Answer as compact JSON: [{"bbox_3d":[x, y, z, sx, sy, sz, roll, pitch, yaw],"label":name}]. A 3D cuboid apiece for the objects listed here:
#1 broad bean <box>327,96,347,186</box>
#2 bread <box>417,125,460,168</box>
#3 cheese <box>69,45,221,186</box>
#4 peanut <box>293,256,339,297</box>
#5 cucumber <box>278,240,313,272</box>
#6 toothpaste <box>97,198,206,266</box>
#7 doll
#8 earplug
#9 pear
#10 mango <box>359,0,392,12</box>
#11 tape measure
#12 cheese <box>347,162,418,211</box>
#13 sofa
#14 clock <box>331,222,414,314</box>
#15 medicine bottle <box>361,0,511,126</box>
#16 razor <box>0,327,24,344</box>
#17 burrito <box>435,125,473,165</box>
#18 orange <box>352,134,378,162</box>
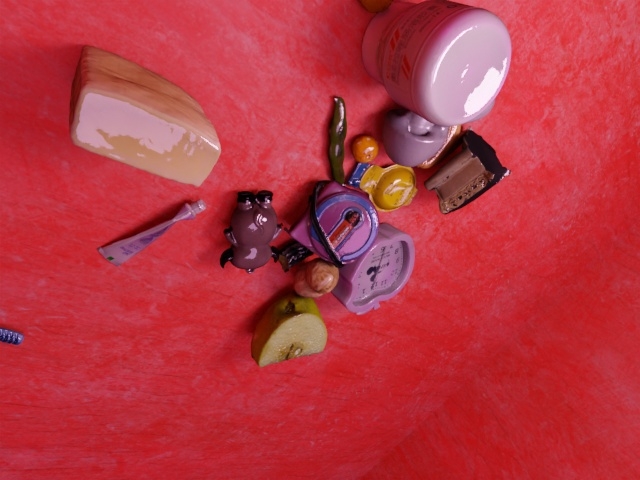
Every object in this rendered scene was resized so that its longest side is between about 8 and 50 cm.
[{"bbox_3d":[0.047,-0.261,1.147,0.060,0.043,0.297,-29,138,-28],"label":"broad bean"},{"bbox_3d":[0.352,-0.311,1.250,0.114,0.077,0.189,29,108,-20],"label":"bread"},{"bbox_3d":[-0.341,-0.242,0.781,0.242,0.265,0.124,14,118,-38],"label":"cheese"},{"bbox_3d":[-0.013,0.124,1.305,0.122,0.253,0.137,42,64,-7],"label":"peanut"},{"bbox_3d":[0.000,0.000,1.312,0.303,0.072,0.081,-29,90,-11],"label":"cucumber"},{"bbox_3d":[-0.435,-0.023,1.061,0.301,0.048,0.075,-29,163,3],"label":"toothpaste"},{"bbox_3d":[-0.197,-0.018,1.152,0.182,0.117,0.257,-5,127,-22],"label":"doll"},{"bbox_3d":[0.319,-0.342,1.127,0.325,0.214,0.175,-35,135,12],"label":"earplug"},{"bbox_3d":[-0.114,0.293,1.429,0.292,0.159,0.292,-18,132,-21],"label":"pear"},{"bbox_3d":[0.120,-0.575,0.920,0.080,0.060,0.114,-31,139,17],"label":"mango"},{"bbox_3d":[0.049,-0.054,1.205,0.245,0.149,0.231,39,96,-9],"label":"tape measure"},{"bbox_3d":[0.208,-0.176,1.290,0.270,0.069,0.177,15,116,-34],"label":"cheese"},{"bbox_3d":[0.455,-0.221,1.299,0.258,0.182,0.200,-19,161,-51],"label":"sofa"},{"bbox_3d":[0.192,0.103,1.439,0.338,0.102,0.338,-24,132,-29],"label":"clock"},{"bbox_3d":[0.253,-0.427,0.947,0.241,0.302,0.241,-16,131,-19],"label":"medicine bottle"},{"bbox_3d":[-0.882,0.218,1.004,0.082,0.042,0.253,-46,135,9],"label":"razor"},{"bbox_3d":[0.426,-0.308,1.327,0.171,0.042,0.051,-43,145,10],"label":"burrito"},{"bbox_3d":[0.131,-0.265,1.172,0.083,0.070,0.083,-15,135,-15],"label":"orange"}]
